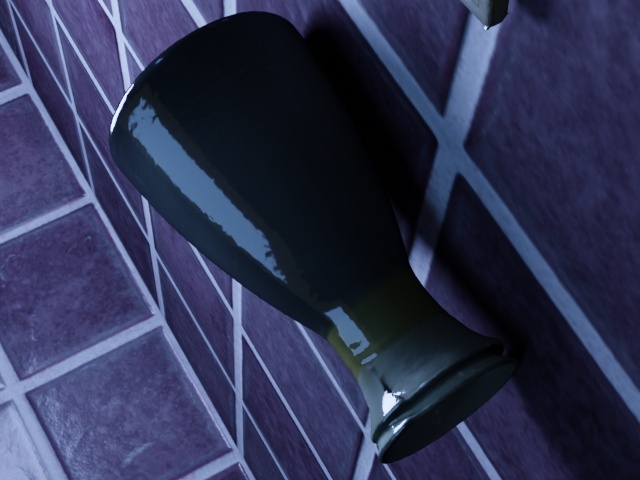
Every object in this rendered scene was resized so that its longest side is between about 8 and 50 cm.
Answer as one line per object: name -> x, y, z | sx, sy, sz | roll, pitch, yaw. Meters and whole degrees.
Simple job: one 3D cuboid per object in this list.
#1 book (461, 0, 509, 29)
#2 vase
book -> 0.031, -0.244, 0.651 | 0.241, 0.018, 0.170 | 55, 162, 33
vase -> 0.000, 0.000, 0.910 | 0.321, 0.173, 0.173 | 51, 161, 18
